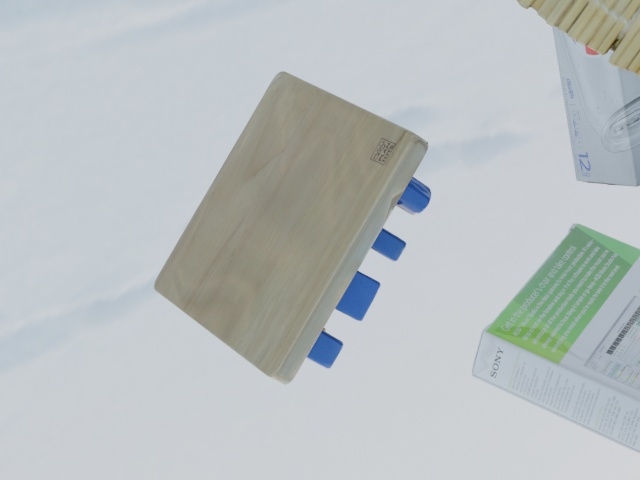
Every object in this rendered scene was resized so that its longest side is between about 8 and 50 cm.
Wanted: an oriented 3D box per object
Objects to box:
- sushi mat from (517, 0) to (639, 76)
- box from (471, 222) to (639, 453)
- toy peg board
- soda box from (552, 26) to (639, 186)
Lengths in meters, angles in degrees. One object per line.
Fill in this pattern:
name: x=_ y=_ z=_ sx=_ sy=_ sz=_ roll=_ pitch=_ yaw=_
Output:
sushi mat: x=0.219 y=-0.212 z=0.821 sx=0.316 sy=0.151 sz=0.019 roll=-56 pitch=151 yaw=3
box: x=0.321 y=0.111 z=1.578 sx=0.232 sy=0.322 sz=0.058 roll=-41 pitch=151 yaw=-52
toy peg board: x=0.000 y=0.000 z=1.102 sx=0.079 sy=0.160 sz=0.161 roll=30 pitch=91 yaw=-36
soda box: x=0.239 y=-0.190 z=1.413 sx=0.098 sy=0.286 sz=0.091 roll=-13 pitch=-170 yaw=-22
